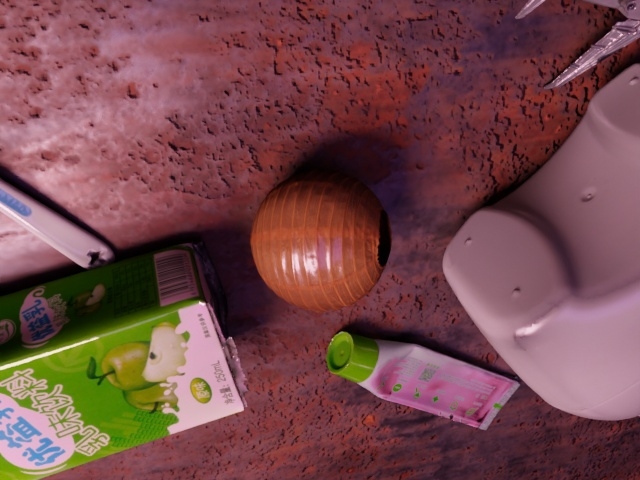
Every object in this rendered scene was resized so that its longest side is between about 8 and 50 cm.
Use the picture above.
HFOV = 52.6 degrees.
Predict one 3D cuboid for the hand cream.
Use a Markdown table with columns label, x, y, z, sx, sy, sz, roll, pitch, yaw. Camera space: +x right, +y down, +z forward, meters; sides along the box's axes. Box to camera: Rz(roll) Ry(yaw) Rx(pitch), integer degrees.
| label | x | y | z | sx | sy | sz | roll | pitch | yaw |
| --- | --- | --- | --- | --- | --- | --- | --- | --- | --- |
| hand cream | 0.132 | 0.170 | 0.788 | 0.275 | 0.050 | 0.079 | 23 | 134 | -30 |

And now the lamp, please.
| label | x | y | z | sx | sy | sz | roll | pitch | yaw |
| --- | --- | --- | --- | --- | --- | --- | --- | --- | --- |
| lamp | 0.000 | 0.000 | 0.607 | 0.136 | 0.136 | 0.136 | -6 | 118 | -12 |

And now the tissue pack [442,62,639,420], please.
| label | x | y | z | sx | sy | sz | roll | pitch | yaw |
| --- | --- | --- | --- | --- | --- | --- | --- | --- | --- |
| tissue pack | 0.314 | 0.011 | 0.641 | 0.333 | 0.229 | 0.236 | -45 | 118 | 11 |

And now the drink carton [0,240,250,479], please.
| label | x | y | z | sx | sy | sz | roll | pitch | yaw |
| --- | --- | --- | --- | --- | --- | --- | --- | --- | --- |
| drink carton | -0.215 | 0.120 | 0.618 | 0.271 | 0.108 | 0.161 | -16 | 127 | -8 |

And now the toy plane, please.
| label | x | y | z | sx | sy | sz | roll | pitch | yaw |
| --- | --- | --- | --- | --- | --- | --- | --- | --- | --- |
| toy plane | 0.289 | -0.222 | 0.584 | 0.226 | 0.058 | 0.226 | 11 | 141 | -5 |

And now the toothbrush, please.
| label | x | y | z | sx | sy | sz | roll | pitch | yaw |
| --- | --- | --- | --- | --- | --- | --- | --- | --- | --- |
| toothbrush | -0.334 | -0.082 | 0.538 | 0.040 | 0.040 | 0.386 | -44 | 122 | 9 |
